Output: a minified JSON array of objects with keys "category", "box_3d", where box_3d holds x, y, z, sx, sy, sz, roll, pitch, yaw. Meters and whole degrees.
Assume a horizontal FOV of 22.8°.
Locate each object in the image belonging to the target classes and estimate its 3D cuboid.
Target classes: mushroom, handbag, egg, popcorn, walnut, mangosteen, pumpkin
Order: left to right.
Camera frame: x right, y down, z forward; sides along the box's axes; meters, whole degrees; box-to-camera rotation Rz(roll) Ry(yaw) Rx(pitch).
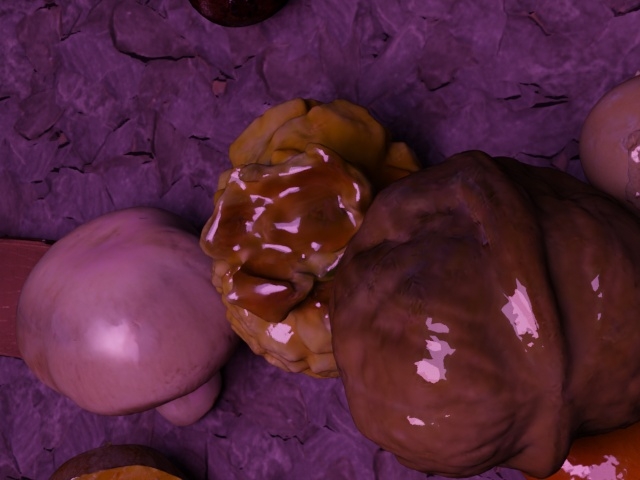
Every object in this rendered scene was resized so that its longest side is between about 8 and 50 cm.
[{"category":"handbag","box_3d":[-0.346,0.070,1.832,0.193,0.072,0.151,2,90,29]},{"category":"pumpkin","box_3d":[-0.231,0.297,1.704,0.217,0.217,0.110,-51,33,21]},{"category":"mushroom","box_3d":[-0.186,0.097,1.661,0.254,0.260,0.234,-7,122,23]},{"category":"mangosteen","box_3d":[-0.085,-0.293,1.657,0.140,0.140,0.140,-1,89,31]},{"category":"popcorn","box_3d":[0.000,0.000,1.532,0.224,0.270,0.258,-13,127,34]},{"category":"walnut","box_3d":[0.148,0.064,1.331,0.277,0.282,0.253,-121,46,-61]},{"category":"egg","box_3d":[0.320,-0.073,1.374,0.202,0.164,0.164,16,98,35]}]

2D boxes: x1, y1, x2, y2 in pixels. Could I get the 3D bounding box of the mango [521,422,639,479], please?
[{"category":"mango","box_3d":[0.243,0.175,1.452,0.217,0.102,0.141,43,105,23]}]
